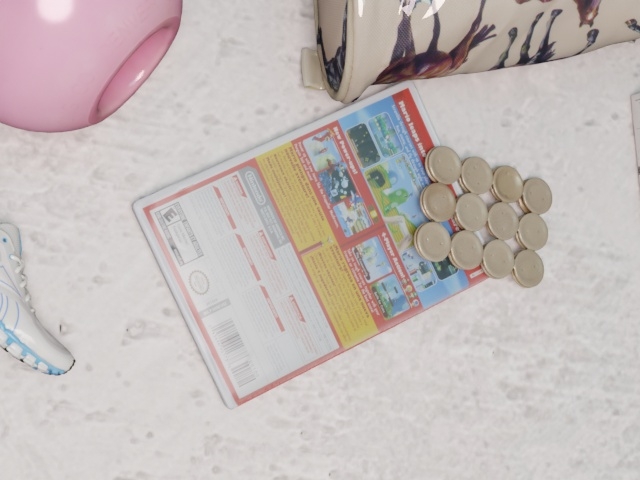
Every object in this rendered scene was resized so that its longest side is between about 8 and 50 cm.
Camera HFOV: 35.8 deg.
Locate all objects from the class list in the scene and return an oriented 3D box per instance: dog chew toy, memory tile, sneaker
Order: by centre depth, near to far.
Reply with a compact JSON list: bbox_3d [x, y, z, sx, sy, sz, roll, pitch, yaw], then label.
[{"bbox_3d":[-0.270,-0.237,0.764,0.332,0.206,0.206,40,80,-1],"label":"dog chew toy"},{"bbox_3d":[-0.266,0.032,0.819,0.191,0.071,0.083,45,74,-9],"label":"sneaker"},{"bbox_3d":[0.154,-0.022,0.928,0.148,0.012,0.113,15,75,-25],"label":"memory tile"}]

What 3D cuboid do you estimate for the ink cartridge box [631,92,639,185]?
[{"bbox_3d":[0.372,-0.086,0.984,0.099,0.056,0.135,-6,90,-15],"label":"ink cartridge box"}]

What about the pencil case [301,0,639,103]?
[{"bbox_3d":[0.184,-0.227,0.882,0.411,0.183,0.159,-11,56,-10],"label":"pencil case"}]

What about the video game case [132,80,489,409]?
[{"bbox_3d":[0.000,0.000,0.906,0.285,0.025,0.204,-26,95,-13],"label":"video game case"}]
